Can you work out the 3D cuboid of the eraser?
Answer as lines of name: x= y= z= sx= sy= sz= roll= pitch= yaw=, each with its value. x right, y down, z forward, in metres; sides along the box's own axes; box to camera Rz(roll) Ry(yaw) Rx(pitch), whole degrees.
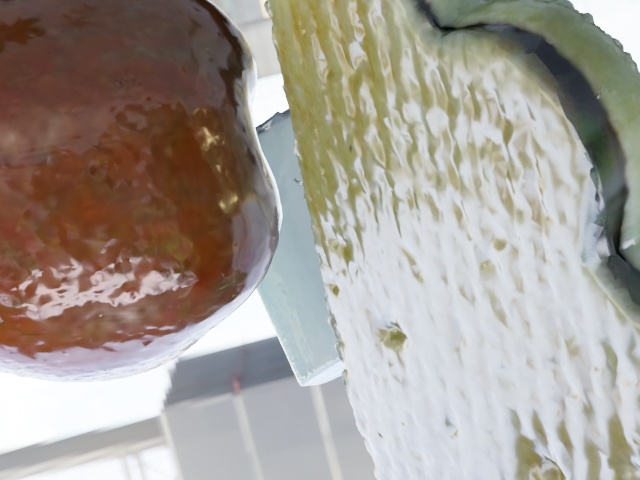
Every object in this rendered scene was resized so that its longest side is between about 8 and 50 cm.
eraser: x=0.000 y=0.000 z=1.706 sx=0.189 sy=0.290 sz=0.104 roll=-31 pitch=163 yaw=20

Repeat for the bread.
bread: x=0.071 y=0.021 z=0.528 sx=0.056 sy=0.286 sz=0.207 roll=-30 pitch=-143 yaw=-28

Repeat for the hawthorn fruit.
hawthorn fruit: x=-0.144 y=-0.028 z=0.655 sx=0.251 sy=0.199 sz=0.199 roll=-6 pitch=-173 yaw=-36
